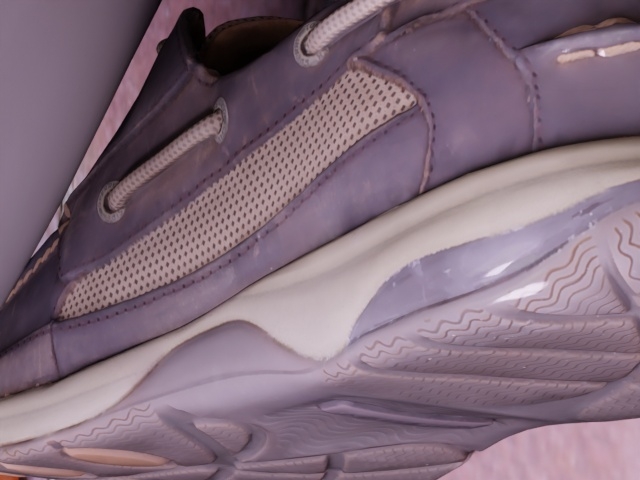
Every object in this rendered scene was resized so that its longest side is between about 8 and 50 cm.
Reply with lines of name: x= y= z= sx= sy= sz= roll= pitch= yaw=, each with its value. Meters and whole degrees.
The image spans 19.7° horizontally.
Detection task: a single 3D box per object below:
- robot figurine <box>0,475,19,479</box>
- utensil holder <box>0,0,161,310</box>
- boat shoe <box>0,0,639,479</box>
robot figurine: x=-0.217 y=0.146 z=0.883 sx=0.128 sy=0.158 sz=0.219 roll=-65 pitch=-7 yaw=-61
utensil holder: x=-0.196 y=-0.113 z=0.491 sx=0.385 sy=0.328 sz=0.327 roll=-75 pitch=5 yaw=-58
boat shoe: x=0.000 y=0.000 z=0.543 sx=0.355 sy=0.132 sz=0.130 roll=-20 pitch=63 yaw=50
